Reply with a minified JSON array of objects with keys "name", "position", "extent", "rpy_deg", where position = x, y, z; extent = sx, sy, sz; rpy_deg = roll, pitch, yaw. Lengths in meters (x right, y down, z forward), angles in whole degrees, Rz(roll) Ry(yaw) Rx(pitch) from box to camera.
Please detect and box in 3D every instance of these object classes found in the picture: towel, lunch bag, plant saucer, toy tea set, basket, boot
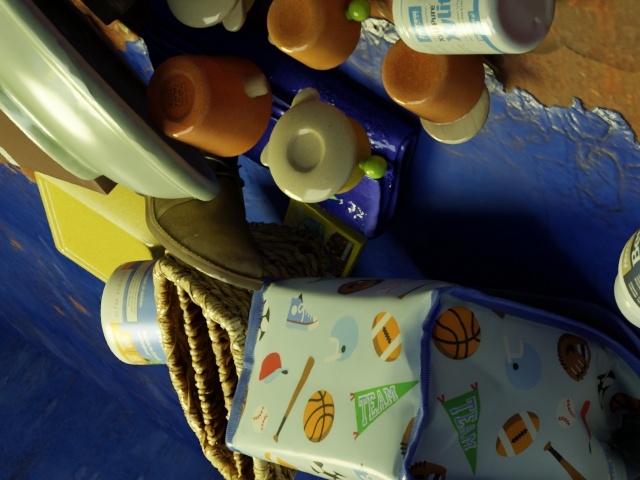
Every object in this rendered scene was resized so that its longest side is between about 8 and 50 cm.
[{"name":"towel","position":[-0.050,-0.122,1.307],"extent":[0.308,0.076,0.227],"rpy_deg":[34,159,12]},{"name":"lunch bag","position":[0.153,0.161,1.337],"extent":[0.386,0.238,0.328],"rpy_deg":[17,172,-33]},{"name":"plant saucer","position":[-0.265,-0.169,1.255],"extent":[0.400,0.100,0.400],"rpy_deg":[48,-177,-4]},{"name":"toy tea set","position":[-0.005,-0.138,1.110],"extent":[0.336,0.200,0.124],"rpy_deg":[27,-168,29]},{"name":"basket","position":[-0.118,0.147,1.542],"extent":[0.214,0.223,0.299],"rpy_deg":[9,126,25]},{"name":"boot","position":[-0.129,-0.054,1.403],"extent":[0.112,0.115,0.305],"rpy_deg":[21,-161,-36]},{"name":"plant saucer","position":[-0.315,-0.011,1.957],"extent":[0.333,0.081,0.332],"rpy_deg":[32,154,16]}]

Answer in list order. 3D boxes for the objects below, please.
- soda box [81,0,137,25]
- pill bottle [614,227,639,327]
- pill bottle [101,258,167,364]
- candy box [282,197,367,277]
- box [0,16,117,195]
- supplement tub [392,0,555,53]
[{"name":"soda box","position":[-0.255,-0.306,1.271],"extent":[0.181,0.061,0.058],"rpy_deg":[44,159,-17]},{"name":"pill bottle","position":[0.293,0.017,0.996],"extent":[0.094,0.094,0.169],"rpy_deg":[35,160,7]},{"name":"pill bottle","position":[-0.157,0.097,1.769],"extent":[0.272,0.152,0.152],"rpy_deg":[-4,141,24]},{"name":"candy box","position":[0.000,0.000,1.568],"extent":[0.105,0.027,0.206],"rpy_deg":[39,161,7]},{"name":"box","position":[-0.395,-0.198,1.649],"extent":[0.381,0.143,0.191],"rpy_deg":[15,150,44]},{"name":"supplement tub","position":[0.112,-0.172,0.922],"extent":[0.107,0.071,0.071],"rpy_deg":[9,146,52]}]
